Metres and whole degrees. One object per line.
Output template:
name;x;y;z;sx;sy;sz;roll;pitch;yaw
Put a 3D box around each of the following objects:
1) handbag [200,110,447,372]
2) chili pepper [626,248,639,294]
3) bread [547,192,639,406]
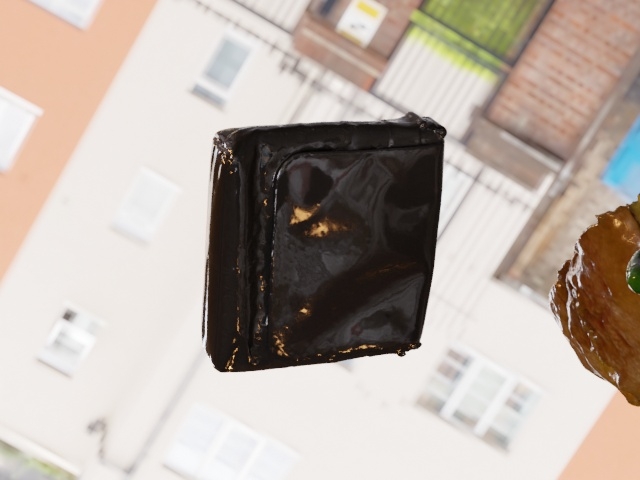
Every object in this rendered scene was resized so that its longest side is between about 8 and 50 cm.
handbag;0.000;0.000;1.437;0.223;0.246;0.080;-5;-153;-21
chili pepper;0.303;0.038;0.868;0.257;0.100;0.074;7;141;26
bread;0.363;0.063;1.611;0.179;0.194;0.340;56;167;17
